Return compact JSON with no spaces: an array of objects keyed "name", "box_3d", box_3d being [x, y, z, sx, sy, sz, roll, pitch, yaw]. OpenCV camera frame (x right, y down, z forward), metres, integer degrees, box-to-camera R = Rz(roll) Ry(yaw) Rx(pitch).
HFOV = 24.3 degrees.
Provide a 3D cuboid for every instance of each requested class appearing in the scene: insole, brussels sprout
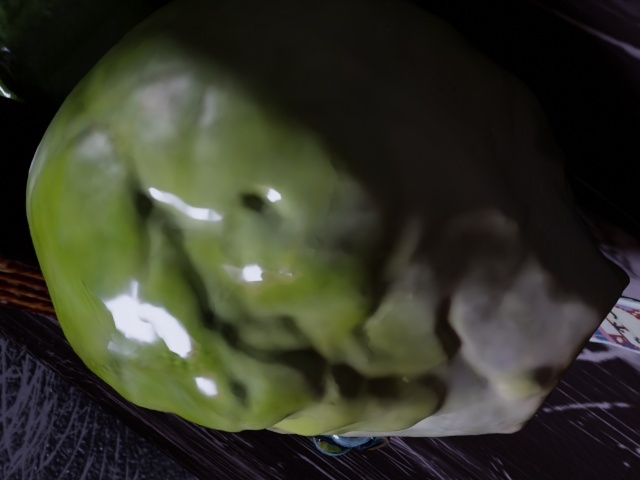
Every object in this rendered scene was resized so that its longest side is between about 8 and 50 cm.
[{"name":"insole","box_3d":[0.177,0.052,0.975,0.065,0.004,0.197,44,162,-24]},{"name":"brussels sprout","box_3d":[-0.009,-0.007,0.771,0.316,0.242,0.274,19,164,29]}]

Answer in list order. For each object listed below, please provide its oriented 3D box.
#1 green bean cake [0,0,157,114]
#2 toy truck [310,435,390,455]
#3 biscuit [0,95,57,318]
[{"name":"green bean cake","box_3d":[-0.218,-0.156,0.989,0.248,0.125,0.222,40,163,-13]},{"name":"toy truck","box_3d":[-0.049,0.087,1.292,0.257,0.140,0.108,20,164,-5]},{"name":"biscuit","box_3d":[-0.095,0.008,0.967,0.073,0.107,0.388,-22,151,39]}]
